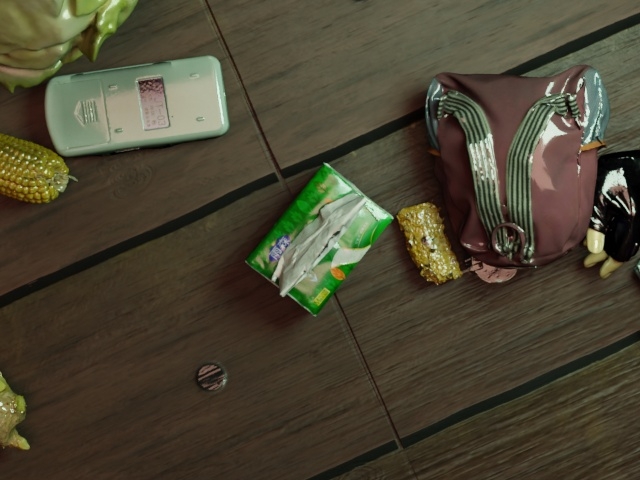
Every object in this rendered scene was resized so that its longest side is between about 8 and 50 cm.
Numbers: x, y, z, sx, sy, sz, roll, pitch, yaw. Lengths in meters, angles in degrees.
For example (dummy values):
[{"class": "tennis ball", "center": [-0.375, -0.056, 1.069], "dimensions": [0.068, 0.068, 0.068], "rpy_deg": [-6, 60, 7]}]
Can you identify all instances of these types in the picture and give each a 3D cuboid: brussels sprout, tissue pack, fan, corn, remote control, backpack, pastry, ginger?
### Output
[{"class": "brussels sprout", "center": [-0.442, -0.463, 1.358], "dimensions": [0.425, 0.342, 0.361], "rpy_deg": [-19, 52, 30]}, {"class": "tissue pack", "center": [-0.001, -0.002, 1.479], "dimensions": [0.148, 0.156, 0.209], "rpy_deg": [39, 93, -1]}, {"class": "fan", "center": [0.277, 0.041, 1.561], "dimensions": [0.133, 0.005, 0.085], "rpy_deg": [-21, 95, -1]}, {"class": "corn", "center": [-0.551, -0.136, 1.484], "dimensions": [0.310, 0.101, 0.102], "rpy_deg": [19, 93, -4]}, {"class": "remote control", "center": [-0.303, -0.217, 1.507], "dimensions": [0.296, 0.056, 0.140], "rpy_deg": [-8, 92, 1]}, {"class": "backpack", "center": [0.305, -0.111, 1.449], "dimensions": [0.283, 0.197, 0.318], "rpy_deg": [2, 92, 25]}, {"class": "pastry", "center": [0.182, 0.006, 1.533], "dimensions": [0.079, 0.056, 0.140], "rpy_deg": [-16, 85, -6]}, {"class": "ginger", "center": [-0.571, 0.282, 1.510], "dimensions": [0.216, 0.102, 0.157], "rpy_deg": [37, 99, -4]}]

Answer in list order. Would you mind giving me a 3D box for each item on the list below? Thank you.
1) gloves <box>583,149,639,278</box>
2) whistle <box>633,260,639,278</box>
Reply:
[{"class": "gloves", "center": [0.483, -0.039, 1.498], "dimensions": [0.124, 0.164, 0.204], "rpy_deg": [5, 105, 41]}, {"class": "whistle", "center": [0.644, 0.112, 1.539], "dimensions": [0.269, 0.093, 0.180], "rpy_deg": [38, 86, 3]}]
